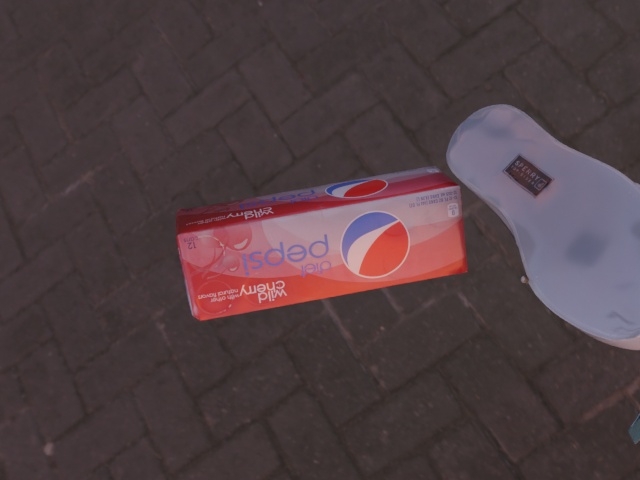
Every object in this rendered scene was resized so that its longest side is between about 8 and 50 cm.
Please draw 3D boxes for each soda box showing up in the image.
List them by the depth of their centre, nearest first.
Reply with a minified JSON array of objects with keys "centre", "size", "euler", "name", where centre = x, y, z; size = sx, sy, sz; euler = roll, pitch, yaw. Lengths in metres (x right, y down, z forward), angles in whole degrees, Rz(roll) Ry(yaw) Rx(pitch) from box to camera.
[{"centre":[0.000,0.000,0.831],"size":[0.263,0.092,0.083],"euler":[-11,19,-6],"name":"soda box"}]

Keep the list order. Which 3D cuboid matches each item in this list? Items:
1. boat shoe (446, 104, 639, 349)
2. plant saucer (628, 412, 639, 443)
[{"centre":[0.207,-0.006,0.726],"size":[0.113,0.105,0.306],"euler":[-47,34,7],"name":"boat shoe"},{"centre":[0.359,0.159,0.907],"size":[0.018,0.192,0.067],"euler":[35,72,20],"name":"plant saucer"}]
